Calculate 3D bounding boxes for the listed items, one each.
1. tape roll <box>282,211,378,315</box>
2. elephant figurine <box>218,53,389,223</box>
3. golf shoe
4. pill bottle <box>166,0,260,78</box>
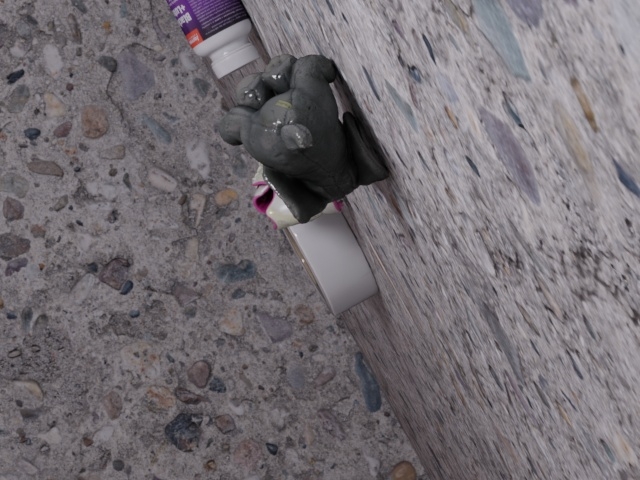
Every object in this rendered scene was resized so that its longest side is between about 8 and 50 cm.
[{"bbox_3d":[0.000,0.000,2.465,0.286,0.100,0.286,61,177,6],"label":"tape roll"},{"bbox_3d":[0.003,-0.105,1.592,0.169,0.186,0.239,-4,139,37],"label":"elephant figurine"},{"bbox_3d":[-0.071,-0.126,2.228,0.115,0.140,0.306,62,177,-36],"label":"golf shoe"},{"bbox_3d":[-0.179,-0.368,2.117,0.193,0.108,0.108,62,176,-6],"label":"pill bottle"}]
